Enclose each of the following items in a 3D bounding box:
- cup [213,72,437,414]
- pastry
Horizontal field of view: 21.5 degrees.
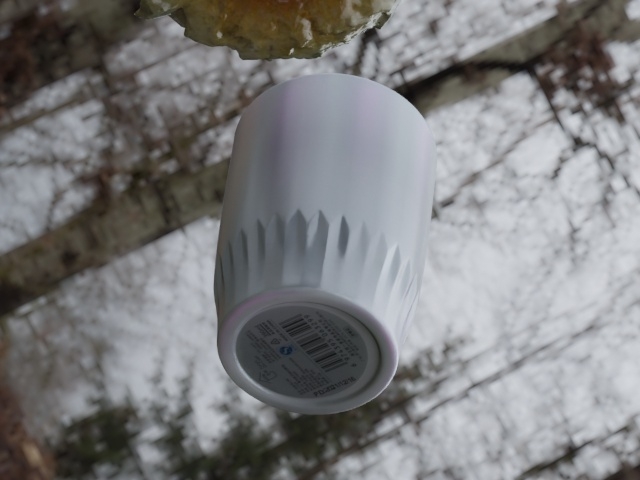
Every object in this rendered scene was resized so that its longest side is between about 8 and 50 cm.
[{"bbox_3d":[0.000,0.000,1.966,0.372,0.253,0.253,-80,163,-47],"label":"cup"},{"bbox_3d":[-0.045,-0.326,1.669,0.136,0.329,0.330,-123,-169,-71],"label":"pastry"}]
